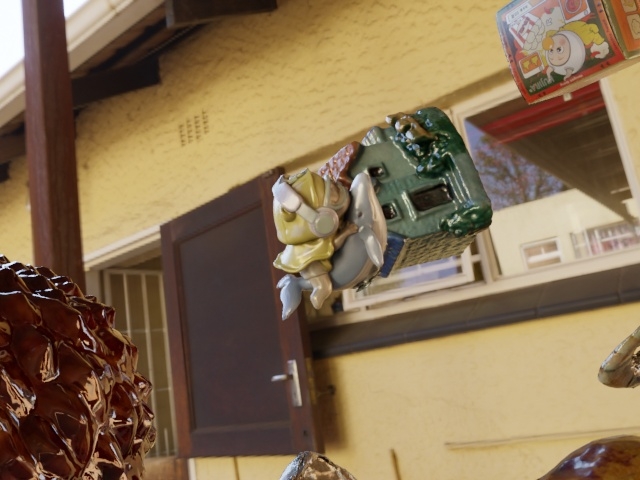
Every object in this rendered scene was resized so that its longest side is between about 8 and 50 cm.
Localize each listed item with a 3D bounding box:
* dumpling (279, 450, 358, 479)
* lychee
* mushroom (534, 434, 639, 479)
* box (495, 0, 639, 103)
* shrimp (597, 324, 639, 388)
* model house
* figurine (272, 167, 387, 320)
[{"bbox_3d":[-0.004,0.439,0.784,0.163,0.293,0.204,-15,-24,11],"label":"dumpling"},{"bbox_3d":[-0.346,0.204,0.527,0.500,0.425,0.424,41,-29,-9],"label":"lychee"},{"bbox_3d":[0.424,0.445,0.819,0.345,0.346,0.260,-7,19,-9],"label":"mushroom"},{"bbox_3d":[0.430,-0.352,0.975,0.148,0.178,0.195,-21,2,-28],"label":"box"},{"bbox_3d":[0.451,0.144,0.799,0.195,0.035,0.148,17,-71,-45],"label":"shrimp"},{"bbox_3d":[0.105,-0.082,1.134,0.329,0.295,0.252,-15,-20,-5],"label":"model house"},{"bbox_3d":[0.000,0.000,0.759,0.183,0.209,0.128,34,12,-20],"label":"figurine"}]
